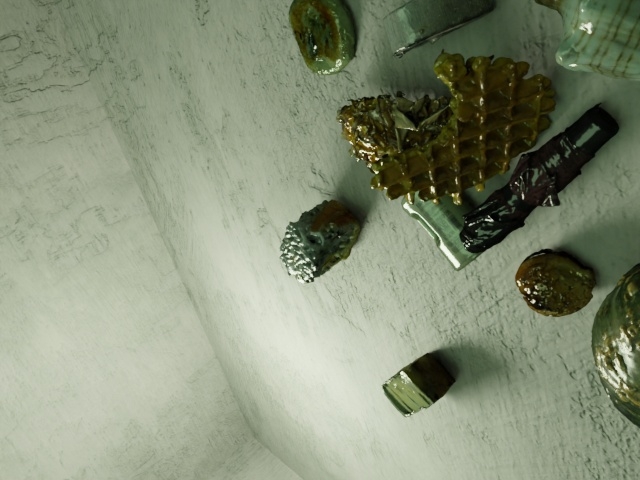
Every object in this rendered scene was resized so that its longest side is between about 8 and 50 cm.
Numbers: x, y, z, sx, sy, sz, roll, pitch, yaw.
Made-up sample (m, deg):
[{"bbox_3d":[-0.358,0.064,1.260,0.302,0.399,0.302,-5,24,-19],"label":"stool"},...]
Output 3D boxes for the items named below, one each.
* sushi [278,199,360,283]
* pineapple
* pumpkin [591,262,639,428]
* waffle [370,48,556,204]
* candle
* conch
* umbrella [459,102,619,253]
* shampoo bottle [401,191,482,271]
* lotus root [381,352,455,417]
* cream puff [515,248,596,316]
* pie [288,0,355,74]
[{"bbox_3d":[0.000,0.000,1.346,0.139,0.184,0.274,45,146,17],"label":"sushi"},{"bbox_3d":[0.133,-0.188,0.966,0.334,0.158,0.161,9,96,37],"label":"pineapple"},{"bbox_3d":[0.528,0.140,0.666,0.327,0.257,0.291,16,144,39],"label":"pumpkin"},{"bbox_3d":[0.231,-0.168,0.831,0.293,0.259,0.069,-54,40,44],"label":"waffle"},{"bbox_3d":[0.182,-0.349,0.813,0.168,0.192,0.068,-22,104,14],"label":"candle"},{"bbox_3d":[0.358,-0.269,0.618,0.386,0.169,0.203,53,175,9],"label":"conch"},{"bbox_3d":[0.344,-0.089,0.853,0.090,0.094,0.326,40,133,3],"label":"umbrella"},{"bbox_3d":[0.240,-0.059,1.049,0.234,0.087,0.118,51,143,10],"label":"shampoo bottle"},{"bbox_3d":[0.264,0.386,1.391,0.119,0.138,0.235,53,150,16],"label":"lotus root"},{"bbox_3d":[0.415,0.081,0.927,0.133,0.104,0.119,23,130,41],"label":"cream puff"},{"bbox_3d":[-0.001,-0.433,1.081,0.187,0.041,0.187,35,145,30],"label":"pie"}]
